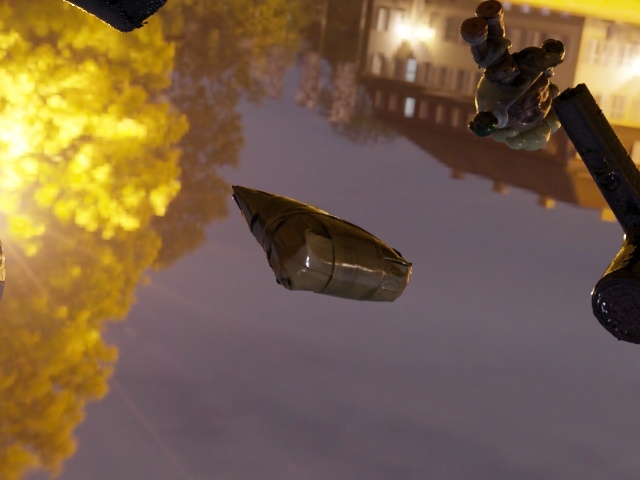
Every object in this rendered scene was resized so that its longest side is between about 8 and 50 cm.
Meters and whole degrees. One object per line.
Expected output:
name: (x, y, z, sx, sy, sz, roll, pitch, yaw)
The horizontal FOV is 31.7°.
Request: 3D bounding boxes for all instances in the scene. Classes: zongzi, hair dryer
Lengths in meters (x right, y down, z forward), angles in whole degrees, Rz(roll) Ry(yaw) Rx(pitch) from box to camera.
zongzi: (0.000, 0.000, 1.212, 0.160, 0.078, 0.176, 18, -163, -33)
hair dryer: (0.302, -0.043, 1.130, 0.089, 0.251, 0.197, -24, -166, 43)

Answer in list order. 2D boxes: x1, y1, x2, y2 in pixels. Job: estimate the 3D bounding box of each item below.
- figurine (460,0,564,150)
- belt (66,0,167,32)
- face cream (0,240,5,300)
figurine: (0.214, -0.178, 1.252, 0.093, 0.147, 0.197, 38, 169, 33)
belt: (-0.163, -0.282, 0.957, 0.151, 0.198, 0.078, -18, 149, 39)
face cream: (-0.199, 0.014, 0.522, 0.091, 0.091, 0.095, 9, 175, 7)
